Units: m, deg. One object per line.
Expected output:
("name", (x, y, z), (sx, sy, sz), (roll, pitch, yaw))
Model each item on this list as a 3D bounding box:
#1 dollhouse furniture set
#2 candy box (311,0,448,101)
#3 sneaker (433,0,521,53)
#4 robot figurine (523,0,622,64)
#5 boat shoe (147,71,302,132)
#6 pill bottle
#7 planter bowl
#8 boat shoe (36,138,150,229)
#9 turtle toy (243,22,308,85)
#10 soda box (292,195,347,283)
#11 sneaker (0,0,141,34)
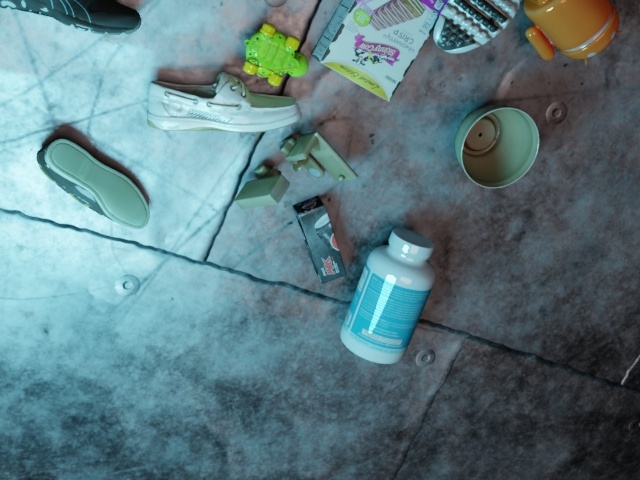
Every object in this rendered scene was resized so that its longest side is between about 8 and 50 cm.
("dollhouse furniture set", (-0.046, -0.098, 1.484), (0.123, 0.144, 0.151), (45, 61, -28))
("candy box", (0.113, -0.393, 1.428), (0.159, 0.071, 0.233), (24, 107, -24))
("sneaker", (0.311, -0.449, 1.414), (0.110, 0.118, 0.292), (42, 91, -9))
("robot figurine", (0.470, -0.428, 1.476), (0.219, 0.128, 0.158), (37, 69, -27))
("boat shoe", (-0.168, -0.249, 1.404), (0.277, 0.098, 0.096), (-3, 116, -12))
("pill bottle", (0.147, 0.111, 1.632), (0.146, 0.146, 0.264), (12, 111, -20))
("planter bowl", (0.331, -0.197, 1.558), (0.162, 0.109, 0.162), (-6, 116, -13))
("boat shoe", (-0.408, -0.098, 1.430), (0.228, 0.069, 0.081), (43, 58, -32))
("turtle toy", (-0.078, -0.328, 1.409), (0.130, 0.066, 0.095), (22, 107, -24))
("soda box", (0.000, 0.000, 1.593), (0.060, 0.053, 0.168), (-21, 119, -5))
("sneaker", (-0.415, -0.403, 1.264), (0.267, 0.101, 0.106), (12, 108, -20))
